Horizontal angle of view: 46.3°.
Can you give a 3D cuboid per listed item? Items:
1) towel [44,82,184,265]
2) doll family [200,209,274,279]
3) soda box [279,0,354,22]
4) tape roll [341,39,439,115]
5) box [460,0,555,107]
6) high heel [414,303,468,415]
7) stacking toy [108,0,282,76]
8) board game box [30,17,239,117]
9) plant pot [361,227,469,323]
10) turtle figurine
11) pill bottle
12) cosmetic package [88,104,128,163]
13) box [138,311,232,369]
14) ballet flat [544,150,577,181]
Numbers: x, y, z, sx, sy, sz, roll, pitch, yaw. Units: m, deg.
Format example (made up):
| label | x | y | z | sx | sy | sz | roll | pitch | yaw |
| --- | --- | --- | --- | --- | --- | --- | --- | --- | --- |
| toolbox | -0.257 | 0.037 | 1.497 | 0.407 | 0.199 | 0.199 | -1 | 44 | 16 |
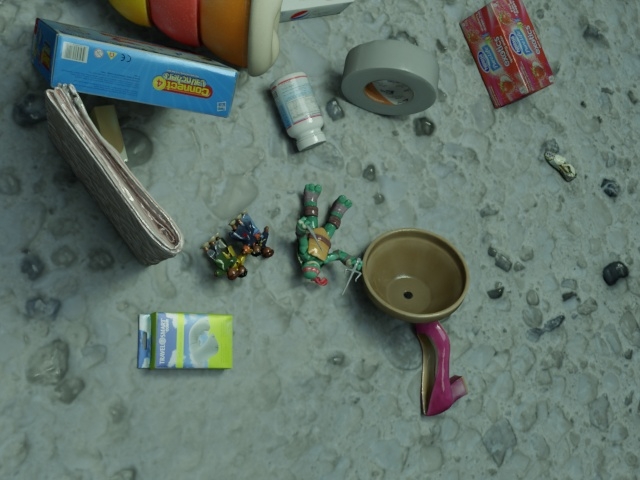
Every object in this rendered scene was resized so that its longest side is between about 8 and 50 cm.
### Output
| label | x | y | z | sx | sy | sz | roll | pitch | yaw |
| --- | --- | --- | --- | --- | --- | --- | --- | --- | --- |
| towel | -0.357 | -0.096 | 1.285 | 0.053 | 0.332 | 0.317 | -37 | 97 | -18 |
| doll family | -0.161 | 0.017 | 1.522 | 0.111 | 0.076 | 0.193 | 50 | 57 | -6 |
| soda box | -0.032 | -0.559 | 1.726 | 0.216 | 0.069 | 0.074 | -19 | 89 | -32 |
| tape roll | 0.159 | -0.367 | 1.704 | 0.219 | 0.219 | 0.072 | 18 | 70 | -25 |
| box | 0.494 | -0.498 | 1.977 | 0.122 | 0.128 | 0.257 | -24 | 92 | -31 |
| high heel | 0.240 | 0.272 | 1.700 | 0.117 | 0.082 | 0.244 | -25 | 96 | -22 |
| stacking toy | -0.302 | -0.525 | 1.454 | 0.479 | 0.351 | 0.351 | 8 | 74 | -3 |
| board game box | -0.346 | -0.316 | 1.356 | 0.308 | 0.302 | 0.086 | 6 | 107 | -28 |
| plant pot | 0.203 | 0.096 | 1.665 | 0.237 | 0.110 | 0.238 | 3 | 54 | -4 |
| turtle figurine | 0.000 | 0.000 | 1.593 | 0.175 | 0.118 | 0.234 | 34 | 48 | -35 |
| pill bottle | -0.045 | -0.282 | 1.645 | 0.087 | 0.087 | 0.160 | -21 | 90 | -32 |
| cosmetic package | -0.408 | -0.196 | 1.435 | 0.041 | 0.060 | 0.115 | -13 | 84 | -31 |
| box | -0.258 | 0.194 | 1.444 | 0.178 | 0.042 | 0.109 | 5 | 76 | -30 |
| ballet flat | 0.670 | -0.210 | 2.066 | 0.114 | 0.041 | 0.041 | 42 | 62 | -15 |
